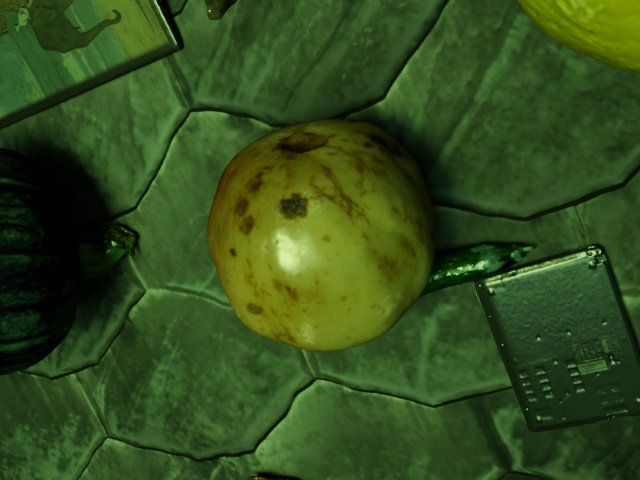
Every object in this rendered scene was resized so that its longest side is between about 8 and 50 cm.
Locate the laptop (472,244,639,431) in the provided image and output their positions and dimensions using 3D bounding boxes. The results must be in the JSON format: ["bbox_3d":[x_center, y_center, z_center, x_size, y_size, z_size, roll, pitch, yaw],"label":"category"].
[{"bbox_3d":[0.240,0.102,0.702,0.129,0.016,0.180,-19,99,24],"label":"laptop"}]

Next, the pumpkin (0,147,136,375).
[{"bbox_3d":[-0.328,0.021,0.788,0.248,0.248,0.248,7,110,18],"label":"pumpkin"}]

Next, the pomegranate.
[{"bbox_3d":[0.000,0.000,0.655,0.215,0.215,0.215,7,110,18],"label":"pomegranate"}]

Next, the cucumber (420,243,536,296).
[{"bbox_3d":[0.135,0.027,0.704,0.155,0.037,0.037,-20,100,25],"label":"cucumber"}]

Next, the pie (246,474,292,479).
[{"bbox_3d":[-0.038,0.335,0.875,0.170,0.034,0.092,19,117,14],"label":"pie"}]

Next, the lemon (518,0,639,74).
[{"bbox_3d":[0.235,-0.242,0.443,0.293,0.293,0.293,7,110,18],"label":"lemon"}]

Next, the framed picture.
[{"bbox_3d":[-0.344,-0.268,0.767,0.347,0.016,0.265,-14,113,24],"label":"framed picture"}]

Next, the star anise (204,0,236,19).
[{"bbox_3d":[-0.054,-0.328,0.540,0.315,0.108,0.315,9,113,22],"label":"star anise"}]
